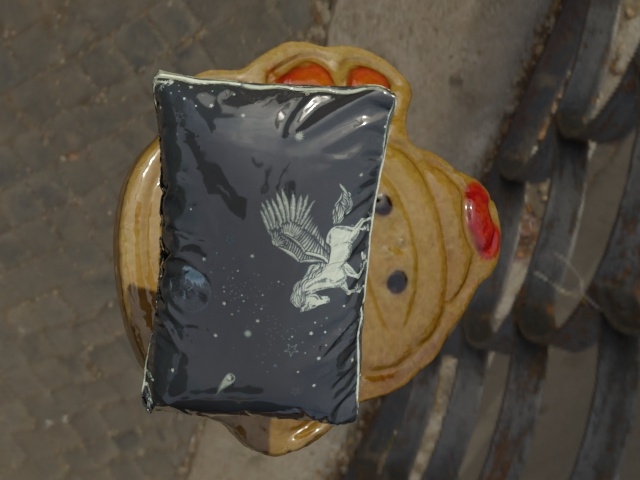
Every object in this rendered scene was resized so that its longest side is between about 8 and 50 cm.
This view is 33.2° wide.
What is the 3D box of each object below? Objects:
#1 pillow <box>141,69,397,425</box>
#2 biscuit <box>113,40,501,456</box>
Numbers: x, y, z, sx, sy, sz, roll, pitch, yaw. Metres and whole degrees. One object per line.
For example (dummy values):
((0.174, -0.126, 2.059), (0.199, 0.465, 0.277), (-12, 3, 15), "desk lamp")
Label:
((-0.033, 0.009, 0.624), (0.141, 0.055, 0.208), (5, 105, 6), "pillow")
((0.000, 0.000, 0.969), (0.381, 0.074, 0.359), (-10, 93, -24), "biscuit")
